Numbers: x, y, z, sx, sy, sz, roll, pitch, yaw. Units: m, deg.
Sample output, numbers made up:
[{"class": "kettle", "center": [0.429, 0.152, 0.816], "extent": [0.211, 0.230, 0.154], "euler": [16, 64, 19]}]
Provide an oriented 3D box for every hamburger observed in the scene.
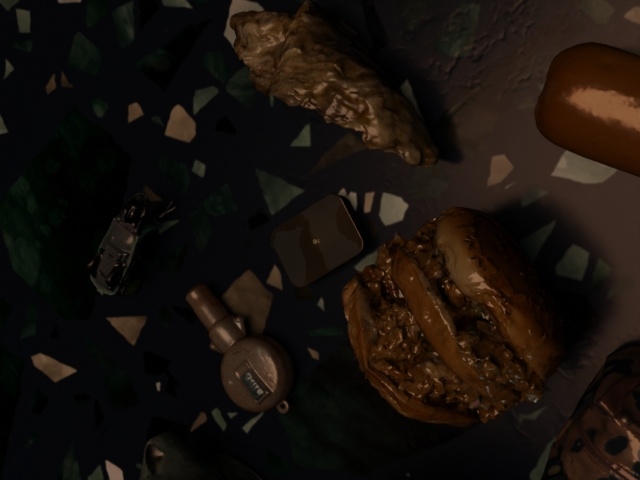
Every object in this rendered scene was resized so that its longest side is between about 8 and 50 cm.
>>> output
[{"class": "hamburger", "center": [0.162, 0.097, 1.228], "extent": [0.211, 0.260, 0.245], "euler": [-41, 96, 20]}]

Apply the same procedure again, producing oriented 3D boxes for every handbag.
[{"class": "handbag", "center": [0.381, 0.247, 1.158], "extent": [0.251, 0.193, 0.190], "euler": [31, 112, 22]}]

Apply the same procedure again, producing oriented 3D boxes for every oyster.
[{"class": "oyster", "center": [0.011, -0.213, 1.345], "extent": [0.341, 0.166, 0.110], "euler": [50, 124, 32]}]

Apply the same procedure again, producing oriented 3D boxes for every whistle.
[{"class": "whistle", "center": [-0.123, 0.455, 1.457], "extent": [0.405, 0.168, 0.188], "euler": [42, 113, 13]}, {"class": "whistle", "center": [-0.114, 0.152, 1.483], "extent": [0.107, 0.057, 0.220], "euler": [-45, 73, 24]}]

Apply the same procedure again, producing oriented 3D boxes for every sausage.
[{"class": "sausage", "center": [0.413, -0.114, 1.156], "extent": [0.353, 0.116, 0.134], "euler": [21, 94, 20]}]

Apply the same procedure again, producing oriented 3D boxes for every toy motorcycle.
[{"class": "toy motorcycle", "center": [-0.274, 0.006, 1.529], "extent": [0.058, 0.100, 0.173], "euler": [34, 112, 20]}]

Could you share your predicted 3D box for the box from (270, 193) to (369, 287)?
[{"class": "box", "center": [0.000, 0.000, 1.423], "extent": [0.126, 0.031, 0.091], "euler": [-33, 80, 27]}]
